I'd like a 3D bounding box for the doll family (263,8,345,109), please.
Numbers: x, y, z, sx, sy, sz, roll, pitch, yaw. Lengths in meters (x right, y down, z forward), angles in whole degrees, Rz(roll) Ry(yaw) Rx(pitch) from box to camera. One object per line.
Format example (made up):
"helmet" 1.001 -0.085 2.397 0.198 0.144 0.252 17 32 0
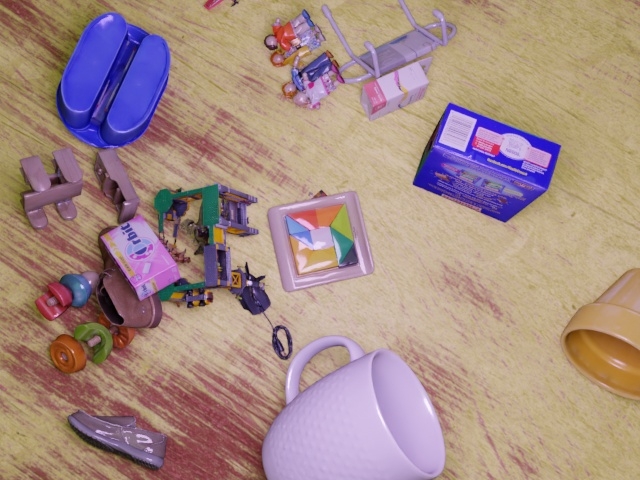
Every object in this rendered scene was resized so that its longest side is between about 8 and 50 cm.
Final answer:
"doll family" -0.045 -0.454 1.710 0.163 0.118 0.263 -28 85 18

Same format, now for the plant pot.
"plant pot" 0.735 0.204 1.537 0.254 0.254 0.239 39 66 7

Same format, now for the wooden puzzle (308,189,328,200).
"wooden puzzle" 0.002 -0.098 1.699 0.049 0.006 0.083 -42 83 -7

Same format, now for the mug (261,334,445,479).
"mug" 0.039 0.383 1.411 0.328 0.276 0.374 -32 55 22

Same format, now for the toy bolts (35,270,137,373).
"toy bolts" -0.572 0.189 1.608 0.218 0.158 0.229 -35 91 34

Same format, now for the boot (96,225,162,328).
"boot" -0.488 0.080 1.574 0.112 0.115 0.305 -52 56 30

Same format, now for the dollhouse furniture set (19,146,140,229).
"dollhouse furniture set" -0.593 -0.107 1.602 0.242 0.212 0.161 -22 77 -31

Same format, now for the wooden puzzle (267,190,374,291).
"wooden puzzle" 0.000 0.000 1.658 0.238 0.044 0.221 -13 83 -2

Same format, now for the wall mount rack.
"wall mount rack" 0.169 -0.561 1.731 0.350 0.131 0.304 -27 42 -7

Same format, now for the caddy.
"caddy" -0.525 -0.406 1.676 0.241 0.179 0.342 26 79 -20

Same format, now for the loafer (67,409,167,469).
"loafer" -0.478 0.460 1.562 0.251 0.094 0.087 26 56 -4

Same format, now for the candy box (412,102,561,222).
"candy box" 0.378 -0.174 1.557 0.268 0.317 0.122 22 79 3

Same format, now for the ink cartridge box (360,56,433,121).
"ink cartridge box" 0.208 -0.392 1.699 0.198 0.115 0.067 -25 82 -4

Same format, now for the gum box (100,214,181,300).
"gum box" -0.422 0.035 1.528 0.107 0.062 0.188 -31 60 -20

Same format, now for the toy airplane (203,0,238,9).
"toy airplane" -0.280 -0.696 1.801 0.151 0.028 0.151 0 78 -1

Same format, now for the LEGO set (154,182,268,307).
"LEGO set" -0.268 0.012 1.622 0.254 0.192 0.332 -19 72 26

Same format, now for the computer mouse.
"computer mouse" -0.139 0.186 1.629 0.071 0.041 0.242 -32 81 -7
